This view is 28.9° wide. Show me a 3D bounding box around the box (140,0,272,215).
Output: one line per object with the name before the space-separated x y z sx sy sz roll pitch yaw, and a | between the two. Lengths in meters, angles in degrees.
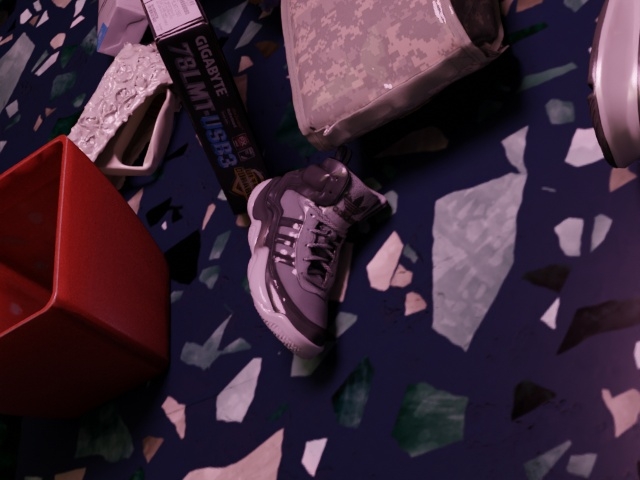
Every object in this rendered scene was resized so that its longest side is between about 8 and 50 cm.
box | -0.158 -0.230 1.587 0.073 0.295 0.293 -22 43 0

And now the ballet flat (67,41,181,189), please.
ballet flat | -0.310 -0.101 1.774 0.147 0.147 0.408 14 73 48

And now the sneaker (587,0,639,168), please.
sneaker | 0.420 -0.270 1.212 0.258 0.169 0.447 -2 61 27

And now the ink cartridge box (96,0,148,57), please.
ink cartridge box | -0.316 -0.391 2.006 0.104 0.060 0.180 -55 31 42

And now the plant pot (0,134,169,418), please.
plant pot | -0.335 0.078 1.577 0.267 0.236 0.267 -29 46 26

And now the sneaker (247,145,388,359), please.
sneaker | 0.000 0.000 1.417 0.153 0.101 0.268 -34 41 24

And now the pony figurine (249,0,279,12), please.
pony figurine | -0.167 -0.469 1.780 0.363 0.351 0.302 40 96 31

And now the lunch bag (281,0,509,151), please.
lunch bag | 0.086 -0.245 1.466 0.235 0.169 0.287 -27 42 27
